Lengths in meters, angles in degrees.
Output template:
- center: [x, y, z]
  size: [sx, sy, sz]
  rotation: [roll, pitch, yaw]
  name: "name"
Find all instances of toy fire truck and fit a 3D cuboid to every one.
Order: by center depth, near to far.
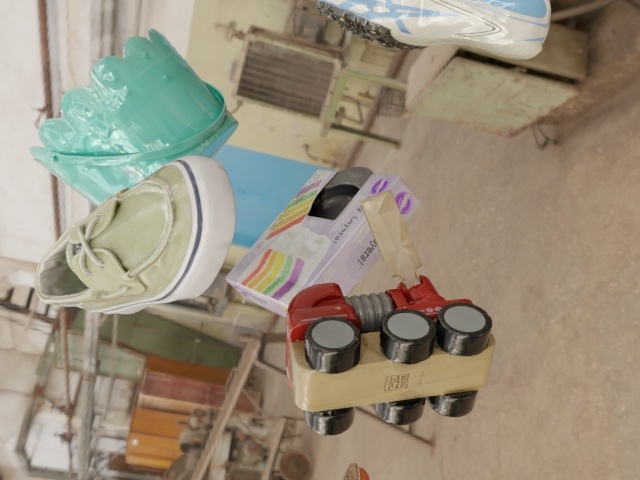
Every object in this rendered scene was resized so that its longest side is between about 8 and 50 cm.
- center: [0.060, 0.069, 0.775]
  size: [0.246, 0.216, 0.159]
  rotation: [-112, 19, -56]
  name: "toy fire truck"

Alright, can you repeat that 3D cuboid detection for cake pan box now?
- center: [0.000, 0.000, 1.045]
  size: [0.267, 0.070, 0.245]
  rotation: [-50, 29, -13]
  name: "cake pan box"

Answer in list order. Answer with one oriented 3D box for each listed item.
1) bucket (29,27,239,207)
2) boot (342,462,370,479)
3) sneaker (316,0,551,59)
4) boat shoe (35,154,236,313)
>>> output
- center: [-0.269, -0.158, 1.018]
  size: [0.281, 0.183, 0.281]
  rotation: [-46, 8, 8]
  name: "bucket"
- center: [0.070, 0.363, 0.868]
  size: [0.158, 0.084, 0.059]
  rotation: [-101, 32, -52]
  name: "boot"
- center: [0.115, -0.241, 0.691]
  size: [0.085, 0.237, 0.086]
  rotation: [-20, -61, -79]
  name: "sneaker"
- center: [-0.174, 0.014, 0.596]
  size: [0.302, 0.094, 0.109]
  rotation: [-31, 68, 50]
  name: "boat shoe"
